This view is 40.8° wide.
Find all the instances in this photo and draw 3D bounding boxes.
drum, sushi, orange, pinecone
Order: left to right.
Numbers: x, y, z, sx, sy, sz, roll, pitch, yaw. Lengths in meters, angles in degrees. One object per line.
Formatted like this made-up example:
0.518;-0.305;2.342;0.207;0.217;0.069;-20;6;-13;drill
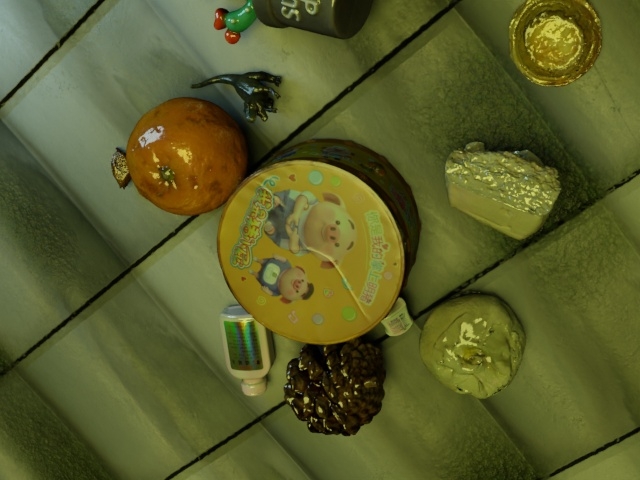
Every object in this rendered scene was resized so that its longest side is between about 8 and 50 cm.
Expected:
-0.463;-0.169;2.019;0.051;0.047;0.099;2;93;2;sushi
-0.288;-0.180;1.865;0.261;0.261;0.261;5;111;14;orange
0.000;0.000;1.862;0.432;0.214;0.430;5;112;14;drum
0.029;0.336;1.966;0.243;0.243;0.257;42;128;-2;pinecone

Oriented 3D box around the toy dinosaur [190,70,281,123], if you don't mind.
-0.176;-0.322;1.826;0.179;0.187;0.087;10;113;-17;toy dinosaur

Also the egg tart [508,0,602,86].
0.456;-0.390;1.672;0.191;0.074;0.191;5;112;11;egg tart

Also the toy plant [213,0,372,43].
-0.099;-0.531;1.711;0.400;0.185;0.279;24;151;25;toy plant

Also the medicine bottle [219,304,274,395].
-0.173;0.267;2.079;0.115;0.078;0.219;-2;109;14;medicine bottle

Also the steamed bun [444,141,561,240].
0.363;-0.123;1.740;0.226;0.200;0.170;25;74;7;steamed bun

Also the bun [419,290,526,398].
0.335;0.239;1.894;0.239;0.141;0.239;4;109;11;bun

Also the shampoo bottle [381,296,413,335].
0.171;0.177;1.949;0.072;0.043;0.099;-32;141;0;shampoo bottle
